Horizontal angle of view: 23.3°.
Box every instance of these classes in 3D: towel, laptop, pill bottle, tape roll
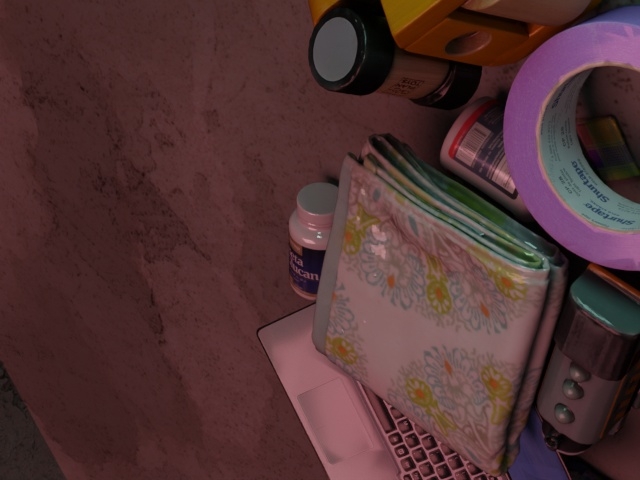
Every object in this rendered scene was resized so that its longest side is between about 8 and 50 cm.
[{"bbox_3d":[0.337,-0.108,1.818,0.060,0.009,0.083,-8,116,52],"label":"towel"},{"bbox_3d":[0.123,0.240,2.142,0.408,0.236,0.382,-26,91,21],"label":"laptop"},{"bbox_3d":[0.000,0.000,2.253,0.094,0.094,0.169,31,142,28],"label":"pill bottle"},{"bbox_3d":[0.139,0.084,1.942,0.320,0.090,0.374,37,138,30],"label":"towel"},{"bbox_3d":[0.243,-0.085,1.864,0.180,0.108,0.108,36,144,22],"label":"pill bottle"},{"bbox_3d":[0.337,-0.110,1.673,0.275,0.090,0.274,15,117,32],"label":"tape roll"}]

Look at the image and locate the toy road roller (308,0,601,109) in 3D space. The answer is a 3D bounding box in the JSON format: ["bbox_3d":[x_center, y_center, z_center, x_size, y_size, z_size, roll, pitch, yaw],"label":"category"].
[{"bbox_3d":[0.125,-0.305,1.703,0.329,0.202,0.240,-30,66,42],"label":"toy road roller"}]

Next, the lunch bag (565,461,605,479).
[{"bbox_3d":[0.398,0.428,2.195,0.219,0.090,0.176,31,141,28],"label":"lunch bag"}]

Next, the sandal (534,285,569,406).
[{"bbox_3d":[0.281,0.121,2.043,0.054,0.097,0.254,-129,20,-56],"label":"sandal"}]

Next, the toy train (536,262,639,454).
[{"bbox_3d":[0.349,0.125,1.864,0.142,0.190,0.334,37,145,21],"label":"toy train"}]
